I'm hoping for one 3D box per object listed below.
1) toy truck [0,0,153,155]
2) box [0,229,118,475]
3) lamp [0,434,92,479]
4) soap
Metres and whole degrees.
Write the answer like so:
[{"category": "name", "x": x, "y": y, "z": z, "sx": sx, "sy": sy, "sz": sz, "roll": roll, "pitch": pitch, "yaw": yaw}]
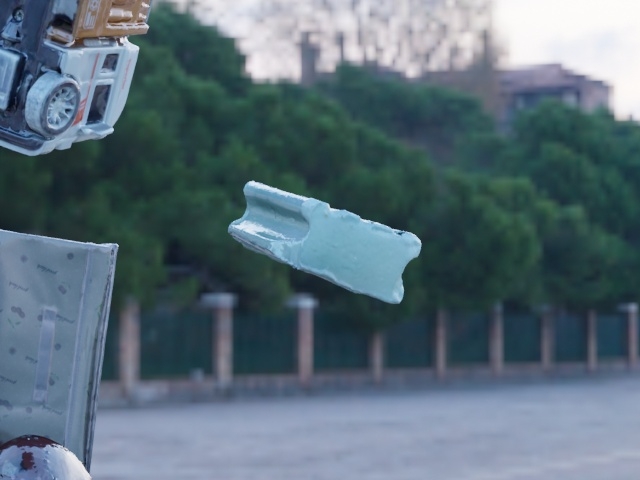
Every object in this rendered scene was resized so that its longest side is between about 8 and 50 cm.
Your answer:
[{"category": "toy truck", "x": -0.267, "y": -0.293, "z": 2.013, "sx": 0.173, "sy": 0.387, "sz": 0.207, "roll": 24, "pitch": 16, "yaw": 25}, {"category": "box", "x": -0.401, "y": 0.139, "z": 2.343, "sx": 0.190, "sy": 0.297, "sz": 0.225, "roll": 11, "pitch": -9, "yaw": -31}, {"category": "lamp", "x": -0.335, "y": 0.305, "z": 2.163, "sx": 0.135, "sy": 0.157, "sz": 0.156, "roll": -33, "pitch": 30, "yaw": 18}, {"category": "soap", "x": 0.000, "y": 0.000, "z": 1.640, "sx": 0.115, "sy": 0.063, "sz": 0.198, "roll": 21, "pitch": -1, "yaw": -18}]
